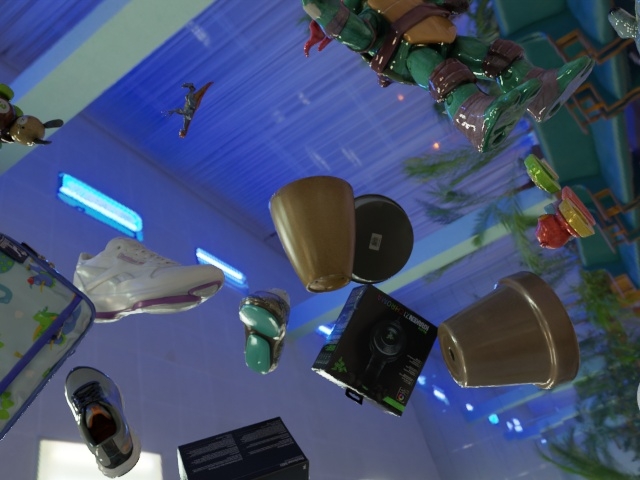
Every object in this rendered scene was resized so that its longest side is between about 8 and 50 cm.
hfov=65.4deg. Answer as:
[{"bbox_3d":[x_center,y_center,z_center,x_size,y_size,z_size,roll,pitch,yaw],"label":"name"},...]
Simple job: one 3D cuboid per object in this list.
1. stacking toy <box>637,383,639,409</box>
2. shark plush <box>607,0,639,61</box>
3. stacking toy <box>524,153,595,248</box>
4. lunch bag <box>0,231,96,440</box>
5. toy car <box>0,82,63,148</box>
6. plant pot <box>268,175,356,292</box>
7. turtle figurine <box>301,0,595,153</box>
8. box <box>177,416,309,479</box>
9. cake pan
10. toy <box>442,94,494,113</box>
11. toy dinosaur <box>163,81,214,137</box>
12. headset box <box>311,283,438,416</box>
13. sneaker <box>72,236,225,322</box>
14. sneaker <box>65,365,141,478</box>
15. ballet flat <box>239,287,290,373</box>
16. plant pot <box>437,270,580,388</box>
[{"bbox_3d":[0.619,0.327,0.645,0.351,0.350,0.480,52,-172,-24],"label":"stacking toy"},{"bbox_3d":[0.334,-0.182,0.486,0.067,0.073,0.161,-52,-53,-62],"label":"shark plush"},{"bbox_3d":[0.674,-0.108,1.486,0.280,0.130,0.309,57,-150,13],"label":"stacking toy"},{"bbox_3d":[-0.360,0.108,0.515,0.176,0.090,0.219,51,-125,-27],"label":"lunch bag"},{"bbox_3d":[-0.818,-0.317,1.368,0.149,0.188,0.155,108,174,-57],"label":"toy car"},{"bbox_3d":[0.000,0.000,1.317,0.237,0.237,0.254,32,-140,-56],"label":"plant pot"},{"bbox_3d":[0.077,-0.171,0.381,0.234,0.175,0.118,48,165,20],"label":"turtle figurine"},{"bbox_3d":[-0.180,0.532,1.155,0.184,0.261,0.103,-153,59,-61],"label":"box"},{"bbox_3d":[0.167,0.000,1.566,0.293,0.293,0.054,56,171,-15],"label":"cake pan"},{"bbox_3d":[0.447,-0.347,1.372,0.237,0.136,0.056,-116,2,-63],"label":"toy"},{"bbox_3d":[-0.207,-0.207,0.797,0.047,0.090,0.082,-132,35,-58],"label":"toy dinosaur"},{"bbox_3d":[0.146,0.305,1.363,0.246,0.283,0.131,34,161,-8],"label":"headset box"},{"bbox_3d":[-0.310,0.055,0.862,0.114,0.305,0.152,39,-136,-66],"label":"sneaker"},{"bbox_3d":[-0.441,0.335,0.992,0.271,0.100,0.108,37,146,39],"label":"sneaker"},{"bbox_3d":[-0.167,0.260,1.605,0.182,0.164,0.483,-58,-13,-35],"label":"ballet flat"},{"bbox_3d":[0.396,0.220,1.118,0.263,0.229,0.263,165,90,-84],"label":"plant pot"}]
